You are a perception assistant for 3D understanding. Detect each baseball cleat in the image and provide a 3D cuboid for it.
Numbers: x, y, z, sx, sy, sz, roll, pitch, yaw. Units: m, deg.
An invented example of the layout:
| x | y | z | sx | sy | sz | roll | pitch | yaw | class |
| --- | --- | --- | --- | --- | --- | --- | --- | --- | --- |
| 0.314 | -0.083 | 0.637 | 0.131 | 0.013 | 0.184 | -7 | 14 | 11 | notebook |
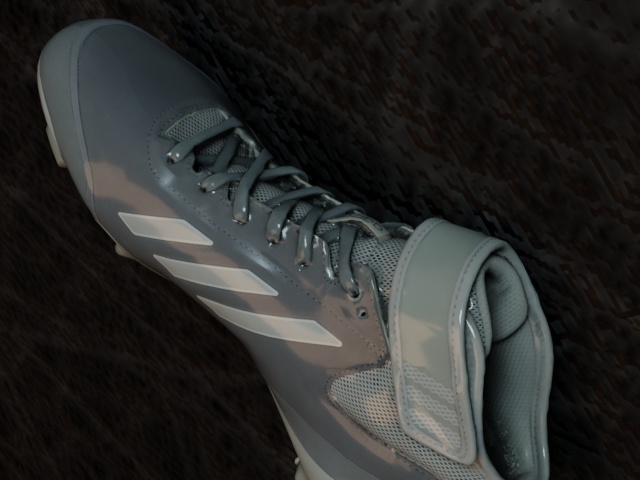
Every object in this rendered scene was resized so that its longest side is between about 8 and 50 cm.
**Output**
| x | y | z | sx | sy | sz | roll | pitch | yaw | class |
| --- | --- | --- | --- | --- | --- | --- | --- | --- | --- |
| 0.000 | 0.000 | 0.408 | 0.206 | 0.072 | 0.109 | 52 | 134 | -1 | baseball cleat |
